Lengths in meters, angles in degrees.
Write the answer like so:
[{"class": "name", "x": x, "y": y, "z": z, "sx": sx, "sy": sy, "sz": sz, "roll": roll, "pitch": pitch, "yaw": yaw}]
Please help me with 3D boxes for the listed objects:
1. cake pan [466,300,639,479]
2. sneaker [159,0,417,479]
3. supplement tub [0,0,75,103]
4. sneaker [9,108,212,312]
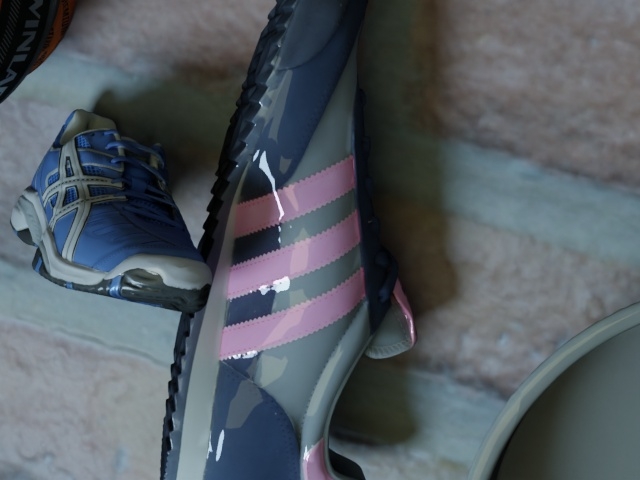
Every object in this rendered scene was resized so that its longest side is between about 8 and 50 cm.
[{"class": "cake pan", "x": 0.214, "y": 0.161, "z": 0.705, "sx": 0.293, "sy": 0.054, "sz": 0.293, "roll": 0, "pitch": 97, "yaw": 2}, {"class": "sneaker", "x": 0.000, "y": 0.000, "z": 0.764, "sx": 0.131, "sy": 0.112, "sz": 0.319, "roll": 13, "pitch": 103, "yaw": -9}, {"class": "supplement tub", "x": -0.261, "y": -0.139, "z": 0.690, "sx": 0.193, "sy": 0.316, "sz": 0.194, "roll": 4, "pitch": 102, "yaw": 17}, {"class": "sneaker", "x": -0.117, "y": -0.018, "z": 0.747, "sx": 0.211, "sy": 0.080, "sz": 0.081, "roll": 30, "pitch": 102, "yaw": 55}]
